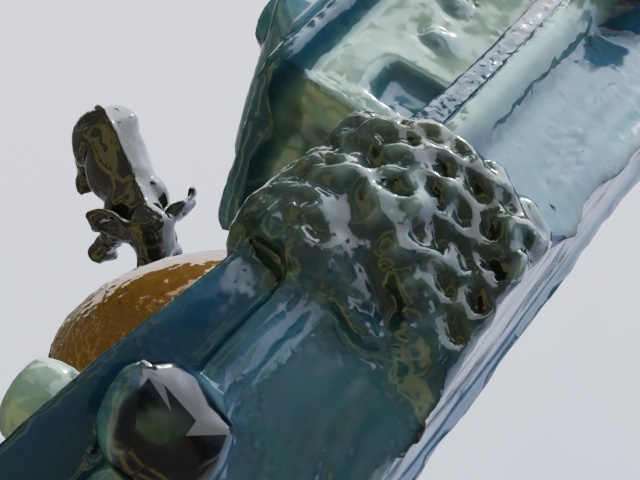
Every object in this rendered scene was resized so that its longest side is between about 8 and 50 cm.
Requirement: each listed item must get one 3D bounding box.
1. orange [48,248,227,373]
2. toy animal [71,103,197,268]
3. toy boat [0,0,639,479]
[{"bbox_3d":[-0.064,0.113,1.262,0.236,0.236,0.236,20,-64,50],"label":"orange"},{"bbox_3d":[-0.201,-0.032,2.039,0.245,0.114,0.146,54,-26,22],"label":"toy animal"},{"bbox_3d":[0.000,0.000,0.434,0.098,0.238,0.109,32,-43,11],"label":"toy boat"}]
